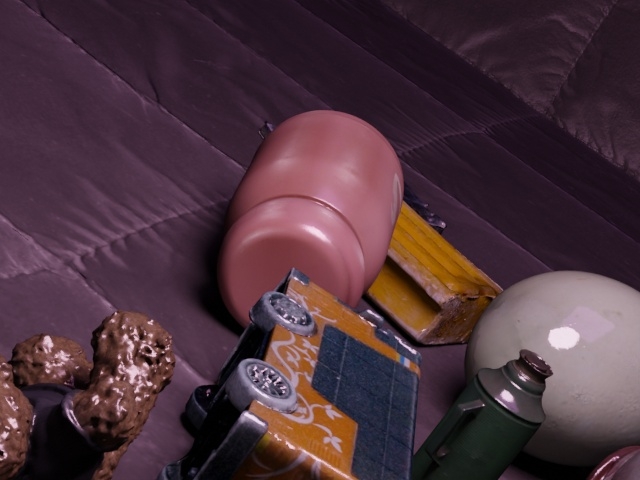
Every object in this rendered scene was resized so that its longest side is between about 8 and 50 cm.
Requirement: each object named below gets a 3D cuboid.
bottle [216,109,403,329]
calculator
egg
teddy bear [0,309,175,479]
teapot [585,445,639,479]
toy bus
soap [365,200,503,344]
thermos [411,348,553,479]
[{"bbox_3d":[0.000,0.000,1.417,0.206,0.173,0.297,50,20,-12],"label":"bottle"},{"bbox_3d":[0.046,-0.083,1.905,0.262,0.021,0.161,18,23,-36],"label":"calculator"},{"bbox_3d":[0.268,0.133,1.451,0.283,0.203,0.203,9,30,-44],"label":"egg"},{"bbox_3d":[-0.186,0.122,0.912,0.251,0.182,0.129,-9,82,-64],"label":"teddy bear"},{"bbox_3d":[0.387,0.293,1.223,0.315,0.233,0.312,30,-8,-39],"label":"teapot"},{"bbox_3d":[-0.015,0.149,1.082,0.167,0.138,0.275,32,21,-7],"label":"toy bus"},{"bbox_3d":[0.084,0.013,1.642,0.257,0.080,0.160,43,21,28],"label":"soap"},{"bbox_3d":[0.122,0.169,1.163,0.083,0.187,0.073,29,19,-16],"label":"thermos"}]
